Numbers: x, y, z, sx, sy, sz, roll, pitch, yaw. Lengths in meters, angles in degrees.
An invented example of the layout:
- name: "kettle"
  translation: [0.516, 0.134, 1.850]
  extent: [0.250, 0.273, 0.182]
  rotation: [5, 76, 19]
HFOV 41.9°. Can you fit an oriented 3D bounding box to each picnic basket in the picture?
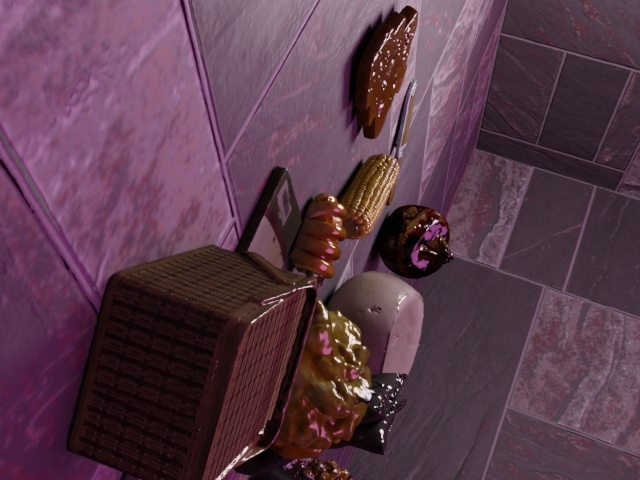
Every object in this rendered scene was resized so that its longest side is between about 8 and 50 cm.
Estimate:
- name: "picnic basket"
  translation: [-0.127, 0.142, 1.012]
  extent: [0.313, 0.175, 0.228]
  rotation: [-23, 130, -74]

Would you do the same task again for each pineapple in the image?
- name: "pineapple"
  translation: [-0.045, 0.628, 2.042]
  extent: [0.263, 0.262, 0.272]
  rotation: [-66, 154, -20]

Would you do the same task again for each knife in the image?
- name: "knife"
  translation: [0.207, -0.253, 2.174]
  extent: [0.061, 0.027, 0.343]
  rotation: [-42, 145, -57]

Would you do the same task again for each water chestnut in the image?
- name: "water chestnut"
  translation: [0.282, 0.009, 2.422]
  extent: [0.223, 0.238, 0.224]
  rotation: [-17, 118, -34]

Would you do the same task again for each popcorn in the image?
- name: "popcorn"
  translation: [-0.030, 0.227, 1.445]
  extent: [0.215, 0.252, 0.286]
  rotation: [-32, -154, 31]

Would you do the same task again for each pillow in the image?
- name: "pillow"
  translation: [0.000, 0.352, 1.619]
  extent: [0.228, 0.326, 0.101]
  rotation: [-30, 104, -70]

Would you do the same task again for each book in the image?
- name: "book"
  translation: [-0.102, 0.048, 1.317]
  extent: [0.201, 0.026, 0.289]
  rotation: [80, 32, -65]

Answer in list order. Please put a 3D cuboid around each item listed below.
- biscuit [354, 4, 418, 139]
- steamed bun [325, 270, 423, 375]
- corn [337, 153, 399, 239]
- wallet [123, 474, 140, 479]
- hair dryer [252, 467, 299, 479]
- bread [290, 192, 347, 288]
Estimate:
- name: "biscuit"
  translation: [0.117, -0.340, 1.637]
  extent: [0.301, 0.043, 0.278]
  rotation: [-7, 118, -74]
- name: "steamed bun"
  translation: [0.111, 0.229, 2.044]
  extent: [0.324, 0.206, 0.324]
  rotation: [-43, 141, -50]
- name: "corn"
  translation: [0.099, -0.095, 1.804]
  extent: [0.244, 0.093, 0.093]
  rotation: [-58, 162, -46]
- name: "wallet"
  translation: [-0.213, 0.347, 1.210]
  extent: [0.221, 0.071, 0.262]
  rotation: [-69, 160, -6]
- name: "hair dryer"
  translation: [-0.135, 0.682, 1.823]
  extent: [0.352, 0.189, 0.107]
  rotation: [-54, 163, -10]
- name: "bread"
  translation: [0.000, 0.000, 1.557]
  extent: [0.119, 0.084, 0.177]
  rotation: [47, 59, -76]
